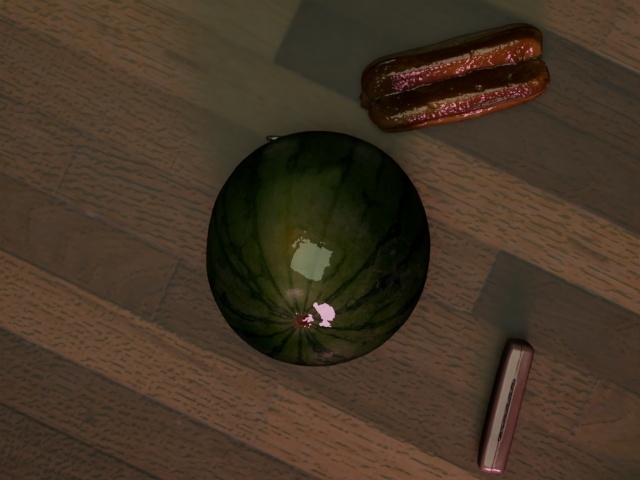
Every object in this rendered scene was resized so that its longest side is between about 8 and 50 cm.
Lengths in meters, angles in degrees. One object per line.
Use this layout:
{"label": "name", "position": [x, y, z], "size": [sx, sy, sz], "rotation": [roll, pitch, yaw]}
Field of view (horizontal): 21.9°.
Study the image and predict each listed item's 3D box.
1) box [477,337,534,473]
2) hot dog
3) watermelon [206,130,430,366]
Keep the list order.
{"label": "box", "position": [0.158, 0.142, 1.424], "size": [0.025, 0.048, 0.115], "rotation": [14, 95, -3]}
{"label": "hot dog", "position": [0.113, -0.136, 1.408], "size": [0.165, 0.045, 0.071], "rotation": [-14, 95, 3]}
{"label": "watermelon", "position": [0.000, 0.000, 1.361], "size": [0.188, 0.215, 0.188], "rotation": [6, 127, 7]}
